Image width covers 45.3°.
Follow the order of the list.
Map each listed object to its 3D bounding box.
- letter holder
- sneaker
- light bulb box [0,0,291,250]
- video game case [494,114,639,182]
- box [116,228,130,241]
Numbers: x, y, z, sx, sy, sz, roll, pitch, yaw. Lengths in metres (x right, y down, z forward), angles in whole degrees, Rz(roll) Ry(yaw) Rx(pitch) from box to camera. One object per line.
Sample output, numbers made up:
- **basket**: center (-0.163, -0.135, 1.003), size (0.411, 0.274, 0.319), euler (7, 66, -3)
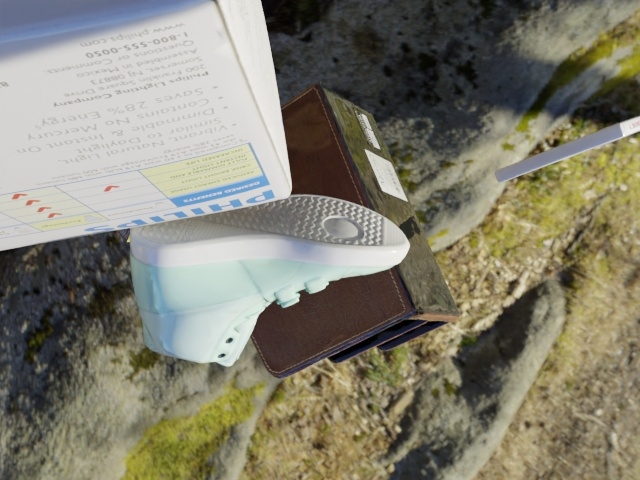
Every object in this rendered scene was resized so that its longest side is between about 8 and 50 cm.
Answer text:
- **letter holder**: center (0.000, 0.000, 0.959), size (0.215, 0.301, 0.152), euler (-29, 160, 23)
- **sneaker**: center (-0.048, 0.043, 0.727), size (0.256, 0.094, 0.151), euler (-2, 125, -15)
- **light bulb box**: center (-0.220, -0.138, 0.493), size (0.358, 0.361, 0.225), euler (-10, 81, 1)
- **video game case**: center (0.391, -0.142, 1.162), size (0.183, 0.201, 0.023), euler (-21, 89, -48)
- **box**: center (-0.289, -0.080, 1.307), size (0.059, 0.054, 0.168), euler (9, 110, -45)
